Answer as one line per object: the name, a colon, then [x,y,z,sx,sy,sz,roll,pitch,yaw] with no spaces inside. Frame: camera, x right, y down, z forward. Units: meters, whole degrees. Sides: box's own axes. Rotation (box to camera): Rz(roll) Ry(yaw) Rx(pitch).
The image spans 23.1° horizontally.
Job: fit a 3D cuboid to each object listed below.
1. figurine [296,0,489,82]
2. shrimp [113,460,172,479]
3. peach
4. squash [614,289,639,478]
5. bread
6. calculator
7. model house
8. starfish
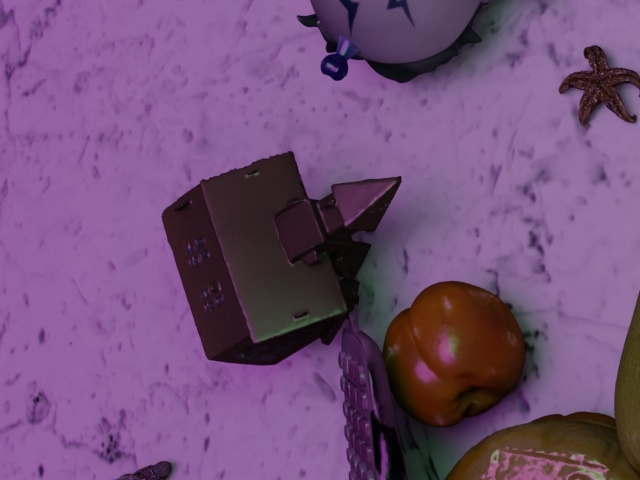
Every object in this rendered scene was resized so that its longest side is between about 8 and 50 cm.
figurine: [0.107,-0.331,1.513,0.261,0.186,0.382,36,109,38]
shrimp: [-0.199,0.275,1.750,0.092,0.029,0.038,-25,79,36]
peach: [0.124,0.105,1.482,0.138,0.138,0.138,-4,82,34]
squash: [0.318,0.095,1.307,0.132,0.132,0.247,10,73,35]
bread: [0.218,0.287,1.385,0.270,0.148,0.269,-3,84,31]
calculator: [0.054,0.217,1.490,0.043,0.194,0.294,-7,93,-6]
model house: [0.000,0.000,1.546,0.248,0.176,0.180,-31,68,34]
starfish: [0.262,-0.146,1.474,0.091,0.028,0.078,3,89,40]
